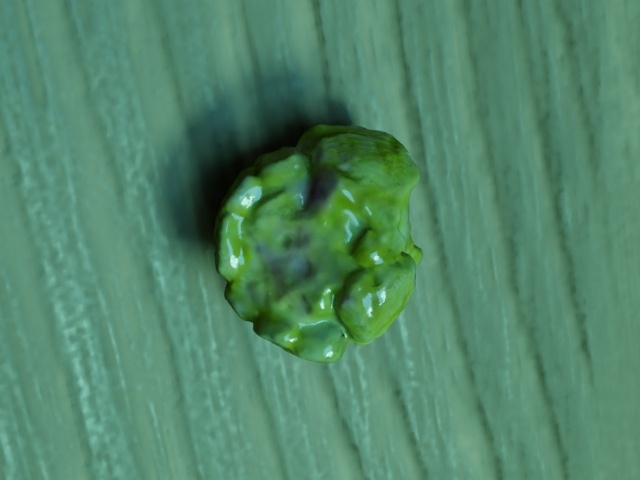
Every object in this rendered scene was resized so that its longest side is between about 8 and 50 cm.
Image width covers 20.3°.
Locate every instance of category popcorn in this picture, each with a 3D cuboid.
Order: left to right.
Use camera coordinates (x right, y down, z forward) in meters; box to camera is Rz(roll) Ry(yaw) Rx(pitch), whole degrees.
[{"bbox_3d":[0.000,-0.002,0.827,0.097,0.089,0.109,16,92,3],"label":"popcorn"}]
